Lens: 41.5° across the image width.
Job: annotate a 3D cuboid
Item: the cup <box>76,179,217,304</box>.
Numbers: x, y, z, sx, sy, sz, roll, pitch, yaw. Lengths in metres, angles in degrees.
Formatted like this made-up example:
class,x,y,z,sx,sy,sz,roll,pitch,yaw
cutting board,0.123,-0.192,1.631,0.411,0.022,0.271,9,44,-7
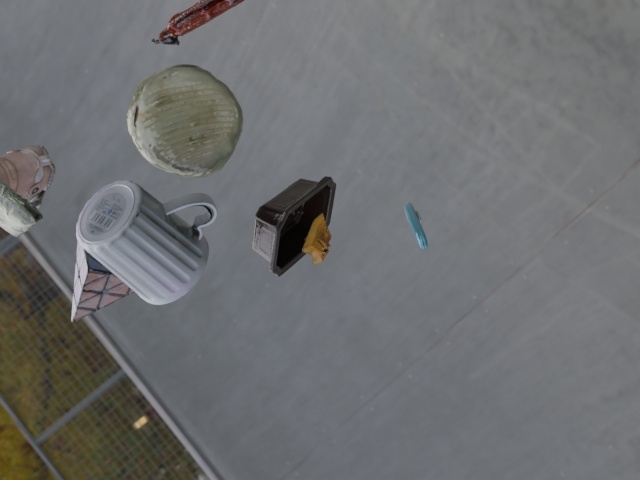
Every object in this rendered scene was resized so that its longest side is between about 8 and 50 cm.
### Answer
class,x,y,z,sx,sy,sz,roll,pitch,yaw
cup,-0.314,-0.020,1.557,0.167,0.221,0.202,25,165,40

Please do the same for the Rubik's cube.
class,x,y,z,sx,sy,sz,roll,pitch,yaw
Rubik's cube,-0.496,0.034,1.841,0.178,0.211,0.190,59,168,21

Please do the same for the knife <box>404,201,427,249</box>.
class,x,y,z,sx,sy,sz,roll,pitch,yaw
knife,0.226,-0.037,1.984,0.222,0.031,0.064,-98,-9,-67

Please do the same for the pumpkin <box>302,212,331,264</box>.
class,x,y,z,sx,sy,sz,roll,pitch,yaw
pumpkin,0.000,-0.002,1.683,0.035,0.101,0.073,5,147,28

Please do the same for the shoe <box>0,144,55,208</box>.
class,x,y,z,sx,sy,sz,roll,pitch,yaw
shoe,-0.873,-0.152,2.395,0.351,0.198,0.172,-15,96,57

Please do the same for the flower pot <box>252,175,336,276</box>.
class,x,y,z,sx,sy,sz,roll,pitch,yaw
flower pot,-0.067,-0.045,1.875,0.084,0.251,0.179,24,127,21

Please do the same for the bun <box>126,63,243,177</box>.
class,x,y,z,sx,sy,sz,roll,pitch,yaw
bun,-0.279,-0.246,1.740,0.239,0.239,0.141,53,163,-9

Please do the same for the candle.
class,x,y,z,sx,sy,sz,roll,pitch,yaw
candle,-0.275,-0.553,2.020,0.059,0.302,0.084,57,179,23

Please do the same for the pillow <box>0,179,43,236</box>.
class,x,y,z,sx,sy,sz,roll,pitch,yaw
pillow,-0.718,-0.103,1.835,0.229,0.050,0.148,47,134,-15
